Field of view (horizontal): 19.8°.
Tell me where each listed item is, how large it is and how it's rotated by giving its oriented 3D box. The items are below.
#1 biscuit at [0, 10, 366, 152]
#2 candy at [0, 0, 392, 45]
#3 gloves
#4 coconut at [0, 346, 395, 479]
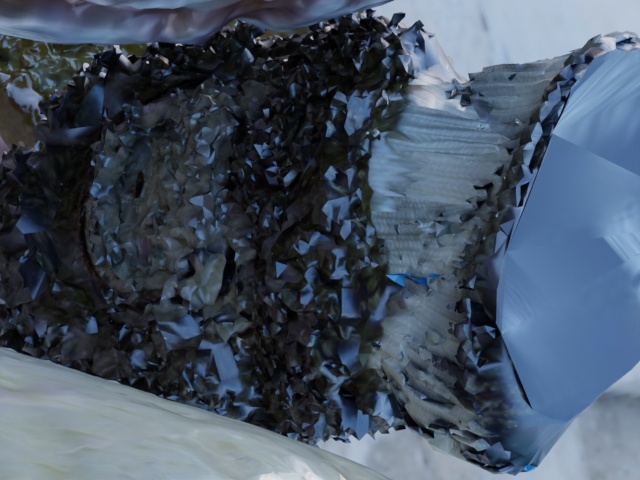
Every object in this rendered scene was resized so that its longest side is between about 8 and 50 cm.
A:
[{"bbox_3d":[-0.079,-0.112,0.978,0.042,0.226,0.225,122,-41,-77],"label":"biscuit"},{"bbox_3d":[-0.044,-0.153,0.687,0.214,0.290,0.157,-149,-133,-73],"label":"candy"},{"bbox_3d":[-0.005,0.003,0.758,0.135,0.312,0.210,9,92,-54],"label":"gloves"},{"bbox_3d":[-0.093,0.214,0.534,0.415,0.415,0.344,42,64,-46],"label":"coconut"}]
